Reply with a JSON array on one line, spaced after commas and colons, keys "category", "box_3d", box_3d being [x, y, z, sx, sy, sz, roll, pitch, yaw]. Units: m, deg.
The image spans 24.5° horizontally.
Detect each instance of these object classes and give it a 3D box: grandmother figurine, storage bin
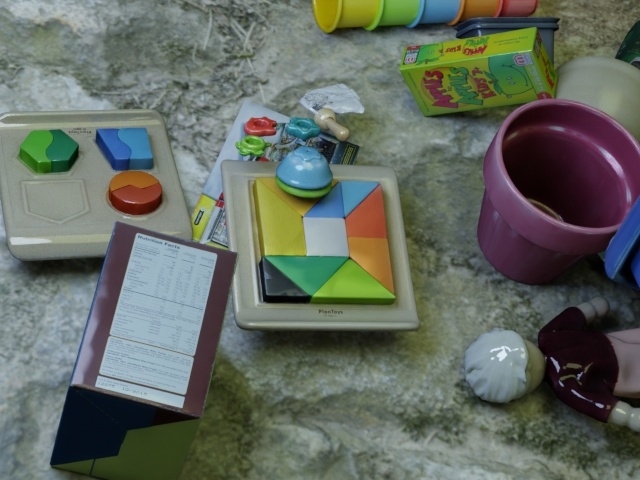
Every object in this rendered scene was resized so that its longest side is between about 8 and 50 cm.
[{"category": "grandmother figurine", "box_3d": [0.338, 0.152, 1.766, 0.342, 0.104, 0.208, 1, 31, -13]}, {"category": "storage bin", "box_3d": [0.253, -0.250, 2.005, 0.135, 0.098, 0.091, -2, 86, -18]}]

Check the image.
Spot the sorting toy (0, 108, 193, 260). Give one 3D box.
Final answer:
[{"category": "sorting toy", "box_3d": [-0.315, -0.073, 1.716, 0.307, 0.041, 0.229, -3, 47, -16]}]

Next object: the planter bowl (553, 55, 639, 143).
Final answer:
[{"category": "planter bowl", "box_3d": [0.354, -0.142, 1.909, 0.162, 0.162, 0.109, 27, 51, 1]}]

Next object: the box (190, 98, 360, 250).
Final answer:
[{"category": "box", "box_3d": [-0.061, -0.050, 1.800, 0.159, 0.044, 0.233, 23, 55, -2]}]

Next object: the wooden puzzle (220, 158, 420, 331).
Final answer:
[{"category": "wooden puzzle", "box_3d": [0.000, 0.000, 1.731, 0.221, 0.044, 0.238, 1, 58, -16]}]

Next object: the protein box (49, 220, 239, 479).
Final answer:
[{"category": "protein box", "box_3d": [-0.187, 0.126, 1.554, 0.136, 0.200, 0.201, 16, 55, -7]}]

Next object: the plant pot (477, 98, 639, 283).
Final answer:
[{"category": "plant pot", "box_3d": [0.282, -0.045, 1.818, 0.201, 0.180, 0.201, 7, 57, -11]}]

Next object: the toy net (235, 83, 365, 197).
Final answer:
[{"category": "toy net", "box_3d": [-0.021, -0.131, 1.796, 0.122, 0.045, 0.232, 15, 32, 10]}]

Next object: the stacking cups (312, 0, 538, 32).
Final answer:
[{"category": "stacking cups", "box_3d": [0.149, -0.342, 2.024, 0.316, 0.096, 0.096, -7, 61, -22]}]

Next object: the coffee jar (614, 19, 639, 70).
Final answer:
[{"category": "coffee jar", "box_3d": [0.437, -0.221, 2.040, 0.096, 0.079, 0.184, 36, 54, 4]}]

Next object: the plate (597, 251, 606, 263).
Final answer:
[{"category": "plate", "box_3d": [0.431, -0.006, 1.934, 0.188, 0.024, 0.188, 8, 55, -12]}]

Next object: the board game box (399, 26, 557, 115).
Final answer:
[{"category": "board game box", "box_3d": [0.204, -0.216, 1.901, 0.181, 0.092, 0.043, -6, 50, 27]}]

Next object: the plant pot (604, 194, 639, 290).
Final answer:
[{"category": "plant pot", "box_3d": [0.478, 0.009, 1.681, 0.236, 0.236, 0.212, 15, 19, -49]}]
